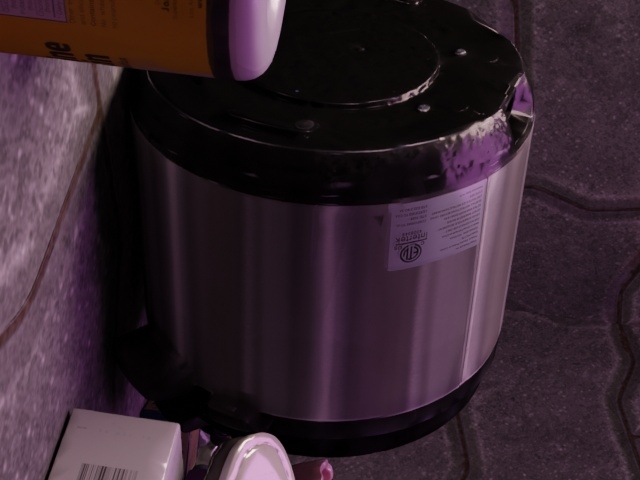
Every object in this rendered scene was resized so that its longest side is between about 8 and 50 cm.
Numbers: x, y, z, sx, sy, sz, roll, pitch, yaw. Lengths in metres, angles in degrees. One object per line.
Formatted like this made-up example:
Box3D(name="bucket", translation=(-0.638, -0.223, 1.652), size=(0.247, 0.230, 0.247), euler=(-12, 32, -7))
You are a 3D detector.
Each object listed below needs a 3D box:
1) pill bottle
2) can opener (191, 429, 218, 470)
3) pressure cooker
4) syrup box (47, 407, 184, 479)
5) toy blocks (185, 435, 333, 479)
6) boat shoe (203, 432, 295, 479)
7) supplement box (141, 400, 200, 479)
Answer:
Box3D(name="pill bottle", translation=(-0.106, -0.124, 0.453), size=(0.103, 0.184, 0.103), euler=(7, 90, -87))
Box3D(name="can opener", translation=(-0.179, 0.302, 1.457), size=(0.095, 0.076, 0.283), euler=(60, 20, -24))
Box3D(name="pressure cooker", translation=(0.002, 0.004, 1.106), size=(0.375, 0.370, 0.420), euler=(-73, 167, -53))
Box3D(name="syrup box", translation=(-0.172, 0.255, 0.996), size=(0.236, 0.093, 0.096), euler=(95, 5, -46))
Box3D(name="toy blocks", translation=(-0.003, 0.350, 1.296), size=(0.309, 0.260, 0.288), euler=(-77, 159, -58))
Box3D(name="boat shoe", translation=(-0.088, 0.315, 0.994), size=(0.109, 0.091, 0.304), euler=(6, 87, -43))
Box3D(name="supplement box", translation=(-0.171, 0.222, 1.303), size=(0.083, 0.056, 0.083), euler=(-71, 167, -76))
